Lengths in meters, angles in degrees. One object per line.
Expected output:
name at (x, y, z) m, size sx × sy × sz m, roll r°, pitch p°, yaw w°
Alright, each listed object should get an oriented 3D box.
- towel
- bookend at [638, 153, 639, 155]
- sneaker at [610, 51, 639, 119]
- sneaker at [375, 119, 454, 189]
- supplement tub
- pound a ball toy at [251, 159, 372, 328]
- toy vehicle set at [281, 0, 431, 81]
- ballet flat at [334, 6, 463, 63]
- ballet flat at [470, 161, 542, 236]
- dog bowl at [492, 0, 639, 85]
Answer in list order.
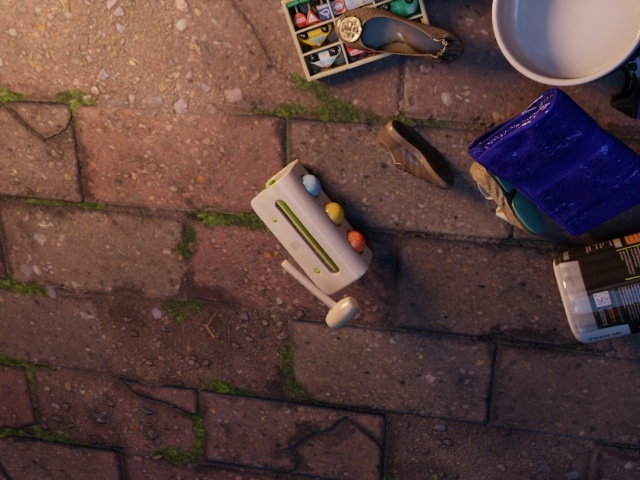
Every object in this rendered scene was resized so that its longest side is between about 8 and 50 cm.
towel at (0.462, -0.133, 1.393) m, size 0.308 × 0.076 × 0.227 m, roll 32°, pitch 143°, yaw -19°
bookend at (0.727, -0.150, 1.398) m, size 0.157 × 0.072 × 0.156 m, roll 43°, pitch 116°, yaw -9°
sneaker at (0.600, -0.355, 1.316) m, size 0.146 × 0.102 × 0.293 m, roll 11°, pitch 116°, yaw 9°
sneaker at (0.196, -0.168, 1.528) m, size 0.188 × 0.066 × 0.071 m, roll 45°, pitch 133°, yaw -4°
supplement tub at (0.643, 0.080, 1.457) m, size 0.316 × 0.193 × 0.194 m, roll -17°, pitch 110°, yaw 20°
pound a ball toy at (0.000, 0.000, 1.559) m, size 0.135 × 0.208 × 0.319 m, roll -34°, pitch 102°, yaw 25°
toy vehicle set at (0.073, -0.433, 1.438) m, size 0.267 × 0.035 × 0.166 m, roll -14°, pitch 110°, yaw 18°
ballet flat at (0.147, -0.384, 1.390) m, size 0.250 × 0.058 × 0.084 m, roll 16°, pitch 116°, yaw 5°
ballet flat at (0.381, -0.089, 1.520) m, size 0.067 × 0.073 × 0.206 m, roll -23°, pitch 106°, yaw 50°
dog bowl at (0.443, -0.406, 1.283) m, size 0.265 × 0.104 × 0.265 m, roll 8°, pitch 106°, yaw 28°
